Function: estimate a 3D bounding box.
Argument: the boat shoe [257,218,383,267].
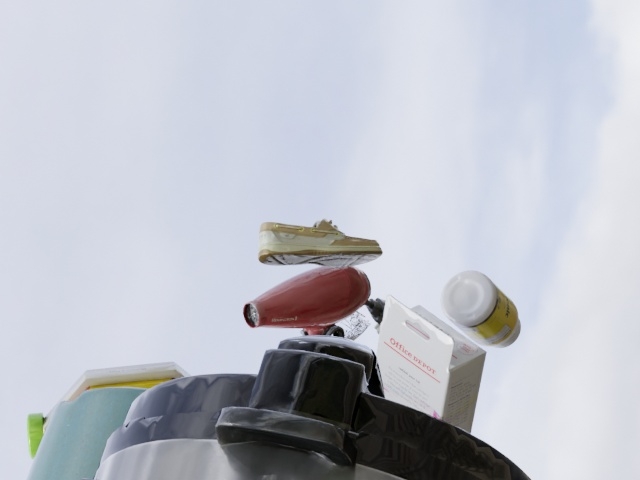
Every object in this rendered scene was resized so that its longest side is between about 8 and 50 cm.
[{"bbox_3d":[0.000,0.000,1.854,0.135,0.050,0.045,2,-112,-23],"label":"boat shoe"}]

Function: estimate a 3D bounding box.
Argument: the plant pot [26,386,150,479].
[{"bbox_3d":[-0.206,0.361,1.932,0.341,0.341,0.334,60,-145,-49],"label":"plant pot"}]

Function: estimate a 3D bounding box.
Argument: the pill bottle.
[{"bbox_3d":[0.182,0.081,1.992,0.116,0.065,0.065,41,-120,-58],"label":"pill bottle"}]

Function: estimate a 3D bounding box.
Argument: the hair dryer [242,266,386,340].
[{"bbox_3d":[-0.001,0.136,2.435,0.293,0.080,0.223,38,-98,-46],"label":"hair dryer"}]

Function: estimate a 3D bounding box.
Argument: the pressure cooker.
[{"bbox_3d":[-0.016,0.290,1.347,0.375,0.370,0.420,30,-120,-25],"label":"pressure cooker"}]

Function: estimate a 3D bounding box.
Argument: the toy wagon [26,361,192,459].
[{"bbox_3d":[-0.213,0.322,2.183,0.068,0.267,0.344,-123,28,-77],"label":"toy wagon"}]

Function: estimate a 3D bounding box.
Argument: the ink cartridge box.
[{"bbox_3d":[0.112,0.143,1.883,0.061,0.104,0.181,-23,-46,-37],"label":"ink cartridge box"}]
